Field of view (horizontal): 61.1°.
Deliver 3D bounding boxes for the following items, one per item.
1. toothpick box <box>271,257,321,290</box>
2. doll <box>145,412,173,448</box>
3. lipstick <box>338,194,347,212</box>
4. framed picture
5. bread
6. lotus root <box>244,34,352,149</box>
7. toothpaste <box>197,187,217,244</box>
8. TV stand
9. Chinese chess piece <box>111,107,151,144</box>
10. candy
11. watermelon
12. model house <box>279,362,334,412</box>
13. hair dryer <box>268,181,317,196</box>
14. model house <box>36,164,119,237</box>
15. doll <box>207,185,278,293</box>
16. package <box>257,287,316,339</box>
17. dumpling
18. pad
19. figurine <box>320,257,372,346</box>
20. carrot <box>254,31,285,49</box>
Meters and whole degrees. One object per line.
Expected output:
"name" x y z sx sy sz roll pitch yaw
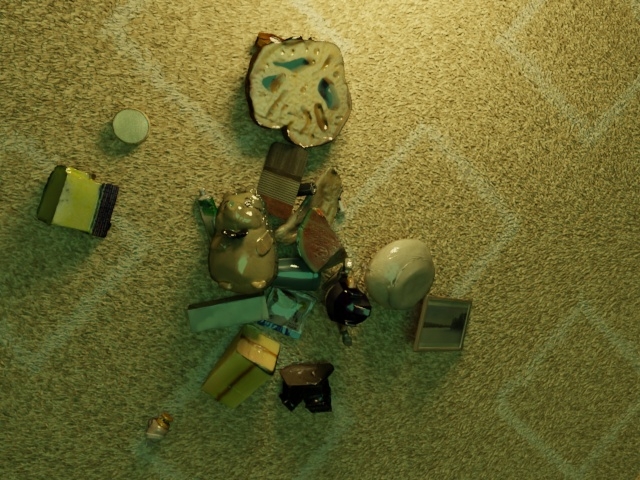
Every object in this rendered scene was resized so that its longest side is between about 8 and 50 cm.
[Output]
"toothpick box" -0.096 0.117 1.923 0.184 0.120 0.120 3 95 -10
"doll" -0.579 0.663 1.896 0.084 0.073 0.127 33 82 19
"lipstick" 0.057 -0.167 1.969 0.038 0.038 0.130 -25 101 -10
"framed picture" 0.470 0.320 2.062 0.289 0.016 0.213 10 93 -40
"bread" -0.289 0.452 1.952 0.168 0.163 0.264 38 118 -15
"lotus root" -0.065 -0.509 1.840 0.390 0.111 0.375 38 98 -18
"toothpaste" -0.374 -0.062 1.878 0.078 0.047 0.247 -18 102 -12
"TV stand" -0.322 0.247 1.892 0.270 0.083 0.088 -9 100 -8
"Chinese chess piece" -0.622 -0.376 1.785 0.122 0.051 0.122 -2 97 -15
"candy" 0.283 0.116 1.971 0.296 0.185 0.295 -15 116 -34
"watermelon" -0.014 0.006 1.867 0.146 0.128 0.231 -34 98 -1
"model house" -0.051 0.550 1.991 0.203 0.141 0.164 0 119 7
"hair dryer" -0.093 -0.245 1.890 0.173 0.050 0.194 -1 81 25
"model house" -0.766 -0.123 1.752 0.211 0.170 0.193 18 84 -42
"doll" -0.254 0.000 1.795 0.247 0.247 0.349 4 76 -13
"package" -0.122 0.255 1.976 0.171 0.027 0.173 23 88 -14
"dumpling" -0.029 -0.096 1.933 0.332 0.086 0.166 -49 123 -5
"pad" -0.216 -0.234 1.883 0.323 0.055 0.250 19 98 9
"figurine" 0.085 0.217 1.893 0.143 0.308 0.308 -18 99 -6
"carrot" -0.101 -0.642 1.871 0.260 0.070 0.070 22 90 -16
